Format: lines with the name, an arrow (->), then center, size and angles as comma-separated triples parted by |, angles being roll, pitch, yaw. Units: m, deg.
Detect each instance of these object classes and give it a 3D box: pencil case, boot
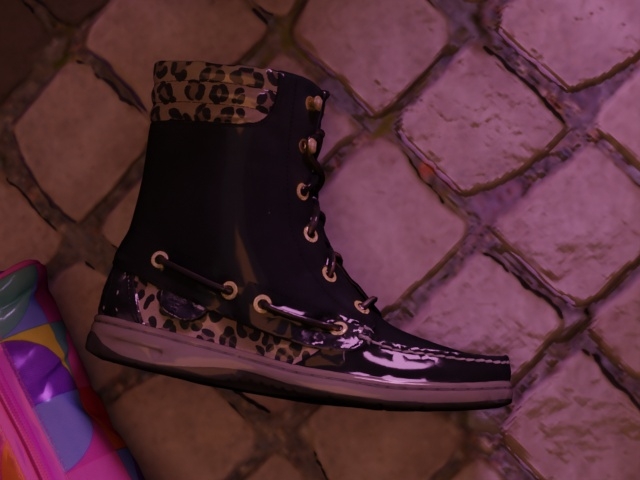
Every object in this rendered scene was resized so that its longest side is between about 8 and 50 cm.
pencil case -> -0.149, 0.129, 0.986 | 0.104, 0.104, 0.236 | -29, 82, 7
boot -> -0.001, 0.000, 0.976 | 0.236, 0.085, 0.178 | 9, 83, 4
